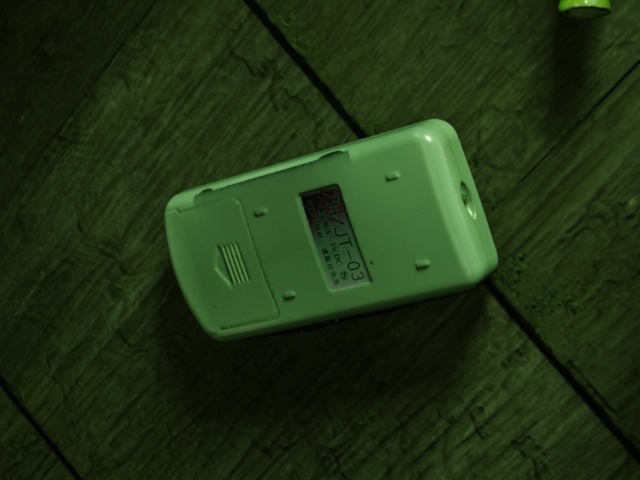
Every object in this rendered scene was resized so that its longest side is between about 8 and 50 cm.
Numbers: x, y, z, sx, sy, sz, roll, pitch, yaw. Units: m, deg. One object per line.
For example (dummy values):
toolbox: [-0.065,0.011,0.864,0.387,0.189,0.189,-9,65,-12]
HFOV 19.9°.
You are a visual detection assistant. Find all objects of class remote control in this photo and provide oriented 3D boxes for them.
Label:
remote control: [0.000,0.000,1.464,0.296,0.056,0.140,-15,96,38]

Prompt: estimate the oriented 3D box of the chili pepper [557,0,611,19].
chili pepper: [0.174,-0.252,1.257,0.050,0.052,0.201,-9,101,6]
